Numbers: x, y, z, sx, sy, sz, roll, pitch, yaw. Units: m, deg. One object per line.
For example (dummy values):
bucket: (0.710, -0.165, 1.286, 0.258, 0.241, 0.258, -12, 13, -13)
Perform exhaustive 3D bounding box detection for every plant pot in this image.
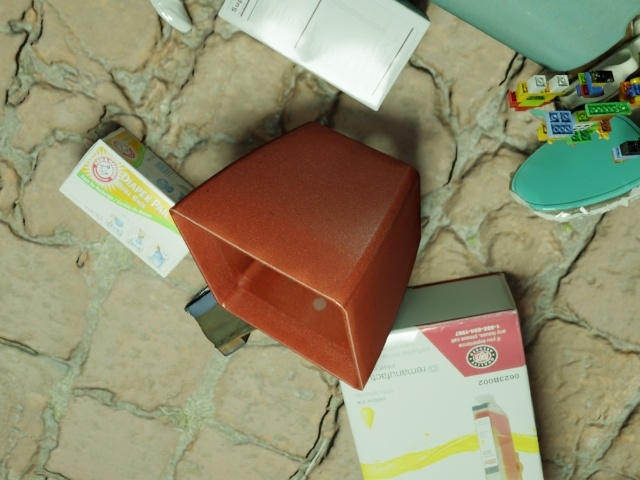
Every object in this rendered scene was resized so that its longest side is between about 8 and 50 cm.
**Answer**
plant pot: (0.000, 0.000, 1.004, 0.267, 0.267, 0.235, 28, 66, 23)
plant pot: (0.231, -0.395, 0.874, 0.334, 0.341, 0.341, 29, 108, -15)

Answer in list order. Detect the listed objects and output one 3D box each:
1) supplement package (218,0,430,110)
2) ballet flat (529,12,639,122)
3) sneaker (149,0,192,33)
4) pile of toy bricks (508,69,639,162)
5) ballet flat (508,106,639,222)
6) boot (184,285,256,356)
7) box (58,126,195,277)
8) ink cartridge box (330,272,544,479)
supplement package: (0.009, -0.306, 0.999, 0.244, 0.134, 0.139, 30, 111, -7)
ballet flat: (0.432, -0.260, 1.007, 0.316, 0.106, 0.107, -39, 103, 14)
sneaker: (-0.220, -0.364, 1.038, 0.061, 0.053, 0.152, -29, 104, 10)
pile of toy bricks: (0.347, -0.153, 0.965, 0.212, 0.105, 0.118, -4, 78, -15)
ballet flat: (0.470, -0.135, 1.037, 0.409, 0.147, 0.147, -31, 104, 13)
boot: (-0.116, 0.087, 1.172, 0.219, 0.082, 0.106, -41, 105, 17)
box: (-0.268, -0.060, 1.113, 0.203, 0.114, 0.103, 42, 106, -9)
ink cartridge box: (0.192, 0.274, 1.175, 0.279, 0.160, 0.384, -11, 108, 7)
